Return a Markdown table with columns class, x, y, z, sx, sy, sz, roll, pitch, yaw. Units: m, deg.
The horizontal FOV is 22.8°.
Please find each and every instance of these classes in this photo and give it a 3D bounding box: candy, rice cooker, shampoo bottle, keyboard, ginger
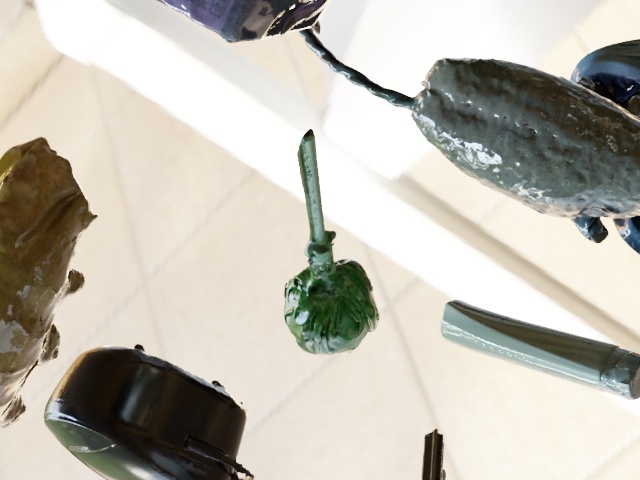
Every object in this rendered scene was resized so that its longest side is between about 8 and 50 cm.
| class | x | y | z | sx | sy | sz | roll | pitch | yaw |
| --- | --- | --- | --- | --- | --- | --- | --- | --- | --- |
| candy | -0.001 | 0.002 | 1.413 | 0.097 | 0.323 | 0.097 | -3 | 56 | 4 |
| rice cooker | -0.152 | 0.173 | 1.455 | 0.142 | 0.203 | 0.118 | -6 | 58 | 51 |
| shampoo bottle | 0.223 | 0.108 | 1.582 | 0.212 | 0.072 | 0.049 | 17 | 89 | 27 |
| keyboard | 0.082 | 0.196 | 1.139 | 0.015 | 0.049 | 0.129 | -6 | 33 | 11 |
| ginger | -0.176 | 0.048 | 0.784 | 0.205 | 0.115 | 0.081 | -38 | 14 | 12 |

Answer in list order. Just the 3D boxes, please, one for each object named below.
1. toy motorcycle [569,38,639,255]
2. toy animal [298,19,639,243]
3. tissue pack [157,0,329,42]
| class | x | y | z | sx | sy | sz | roll | pitch | yaw |
| --- | --- | --- | --- | --- | --- | --- | --- | --- | --- |
| toy motorcycle | 0.377 | -0.059 | 1.487 | 0.172 | 0.416 | 0.232 | -49 | 25 | 30 |
| toy animal | 0.070 | -0.069 | 0.826 | 0.253 | 0.079 | 0.070 | 25 | 74 | 26 |
| tissue pack | 0.000 | -0.155 | 0.609 | 0.051 | 0.112 | 0.156 | 30 | 107 | 9 |
